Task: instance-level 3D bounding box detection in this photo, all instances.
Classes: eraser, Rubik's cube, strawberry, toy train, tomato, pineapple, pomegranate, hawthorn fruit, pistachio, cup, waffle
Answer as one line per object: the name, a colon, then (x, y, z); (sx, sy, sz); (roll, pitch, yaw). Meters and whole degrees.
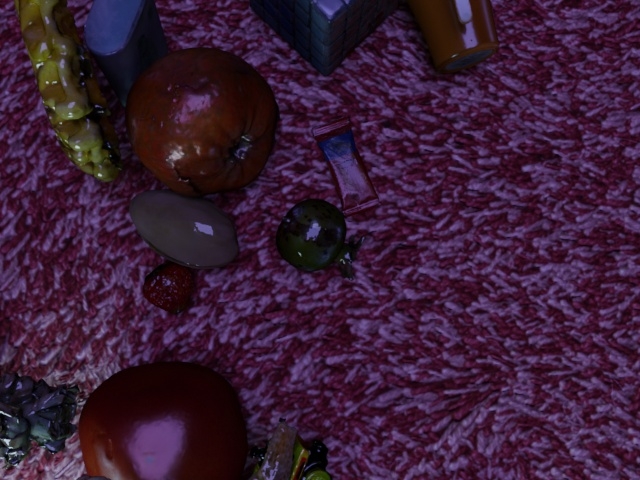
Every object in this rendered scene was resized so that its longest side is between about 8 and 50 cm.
eraser: (-0.355, -0.366, 0.989); (0.081, 0.227, 0.174); (15, 80, -6)
Rubik's cube: (0.013, -0.517, 1.029); (0.238, 0.237, 0.237); (-44, 86, -8)
strawberry: (-0.283, 0.089, 1.001); (0.106, 0.106, 0.106); (0, 83, -3)
toy train: (-0.088, 0.493, 0.948); (0.160, 0.100, 0.296); (25, 82, -14)
tomato: (-0.269, 0.343, 0.904); (0.298, 0.226, 0.299); (0, 79, -2)
pineapple: (-0.536, 0.281, 0.861); (0.271, 0.262, 0.263); (0, 82, 6)
pomegranate: (0.001, -0.003, 1.012); (0.169, 0.148, 0.149); (18, 82, -8)
hawthorn fruit: (-0.242, -0.224, 0.980); (0.307, 0.276, 0.276); (24, 81, 29)
pistachio: (-0.255, -0.022, 1.000); (0.225, 0.136, 0.136); (23, 82, 7)
cup: (0.261, -0.490, 1.056); (0.182, 0.226, 0.264); (-17, 90, 12)
waffle: (-0.435, -0.292, 0.904); (0.095, 0.379, 0.382); (-18, 90, -18)

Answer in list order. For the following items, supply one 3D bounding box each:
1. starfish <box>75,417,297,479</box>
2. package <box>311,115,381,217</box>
starfish: (-0.138, 0.459, 0.811); (0.323, 0.082, 0.432); (-26, 106, -15)
package: (0.053, -0.153, 1.090); (0.083, 0.022, 0.201); (-20, 86, -6)
